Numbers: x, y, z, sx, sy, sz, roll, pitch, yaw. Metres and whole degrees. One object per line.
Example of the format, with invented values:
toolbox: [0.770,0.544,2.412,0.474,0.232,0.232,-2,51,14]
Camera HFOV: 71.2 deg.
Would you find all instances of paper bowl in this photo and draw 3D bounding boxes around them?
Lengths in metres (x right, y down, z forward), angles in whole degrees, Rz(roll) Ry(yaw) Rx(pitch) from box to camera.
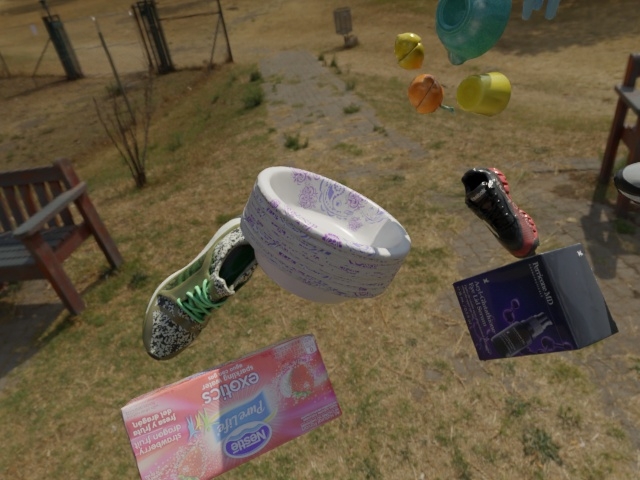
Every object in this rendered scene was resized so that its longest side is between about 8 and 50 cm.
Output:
paper bowl: [0.000,0.000,0.779,0.285,0.148,0.284,23,22,-10]

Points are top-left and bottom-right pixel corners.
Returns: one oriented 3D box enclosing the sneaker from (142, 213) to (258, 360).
sneaker: [-0.265,0.111,1.042,0.410,0.158,0.182,-53,19,-8]

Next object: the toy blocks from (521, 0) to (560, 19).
toy blocks: [0.202,-0.231,0.305,0.124,0.148,0.054,-2,55,10]

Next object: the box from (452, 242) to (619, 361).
box: [0.352,0.110,0.760,0.108,0.153,0.207,-10,-15,-28]

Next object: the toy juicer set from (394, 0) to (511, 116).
toy juicer set: [0.218,-0.370,0.748,0.090,0.328,0.209,-11,13,-34]

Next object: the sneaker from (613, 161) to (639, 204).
sneaker: [0.569,-0.111,0.631,0.272,0.108,0.100,0,43,51]

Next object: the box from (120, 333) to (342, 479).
box: [-0.139,0.268,0.718,0.300,0.142,0.154,-18,-9,-22]

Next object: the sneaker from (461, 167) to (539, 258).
sneaker: [0.429,-0.075,1.097,0.135,0.097,0.275,10,50,-36]
